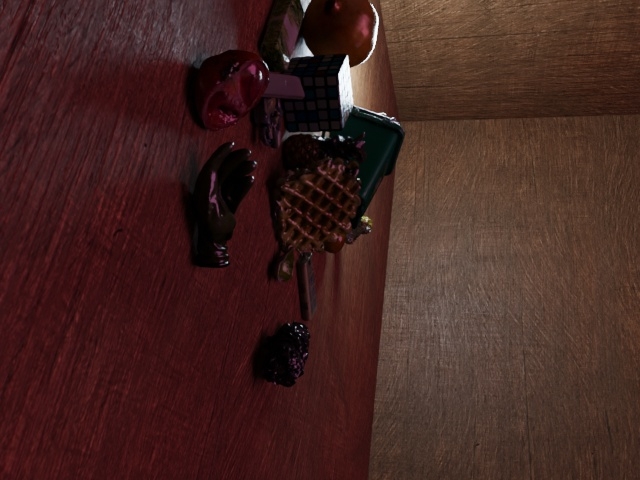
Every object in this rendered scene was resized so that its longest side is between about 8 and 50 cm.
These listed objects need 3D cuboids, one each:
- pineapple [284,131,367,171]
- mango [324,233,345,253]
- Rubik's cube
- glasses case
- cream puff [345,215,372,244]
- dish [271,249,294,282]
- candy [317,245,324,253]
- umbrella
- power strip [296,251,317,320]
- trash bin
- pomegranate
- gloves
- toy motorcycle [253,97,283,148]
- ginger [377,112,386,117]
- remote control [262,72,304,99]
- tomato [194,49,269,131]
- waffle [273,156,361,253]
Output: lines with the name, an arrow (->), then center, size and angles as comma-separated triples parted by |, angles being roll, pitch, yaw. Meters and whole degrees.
pineapple -> 0.018, -0.269, 1.821 | 0.128, 0.248, 0.128 | -2, 90, -74
mango -> 0.050, -0.009, 2.294 | 0.163, 0.090, 0.111 | -70, 170, -76
Rubik's cube -> -0.010, -0.447, 1.832 | 0.182, 0.184, 0.187 | -70, 158, -52
glasses case -> -0.108, -0.593, 1.686 | 0.095, 0.062, 0.272 | 65, 29, -47
cream puff -> 0.137, -0.066, 2.536 | 0.121, 0.156, 0.156 | -94, 175, -53
dish -> -0.115, 0.078, 1.750 | 0.137, 0.039, 0.091 | -34, 130, -69
candy -> 0.000, 0.000, 2.213 | 0.123, 0.035, 0.035 | -83, 171, -50
umbrella -> -0.089, 0.294, 1.728 | 0.336, 0.128, 0.154 | -69, 172, -67
power strip -> -0.046, 0.140, 2.027 | 0.092, 0.034, 0.267 | -58, 146, -63
trash bin -> 0.091, -0.256, 2.047 | 0.259, 0.295, 0.381 | 102, 11, -54
pomegranate -> 0.065, -0.702, 1.973 | 0.264, 0.265, 0.264 | 1, 90, -76
gloves -> -0.211, -0.072, 1.245 | 0.135, 0.107, 0.268 | -9, 117, -67
toy motorcycle -> -0.136, -0.340, 1.593 | 0.124, 0.061, 0.193 | -13, 96, -68
ginger -> 0.121, -0.299, 2.357 | 0.176, 0.254, 0.418 | 13, 92, -35
remote control -> -0.119, -0.400, 1.561 | 0.261, 0.029, 0.067 | -21, 92, -61
tomato -> -0.204, -0.330, 1.280 | 0.189, 0.099, 0.173 | -41, 165, -16
waffle -> -0.009, -0.103, 1.787 | 0.073, 0.297, 0.317 | 49, -33, 42
